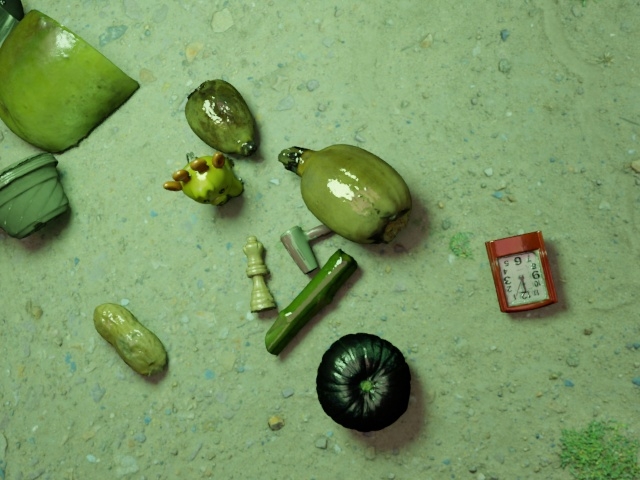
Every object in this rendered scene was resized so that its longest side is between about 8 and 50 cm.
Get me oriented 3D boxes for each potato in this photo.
[{"bbox_3d":[-0.670,-0.373,1.331,0.330,0.213,0.280,33,90,14],"label":"potato"}]

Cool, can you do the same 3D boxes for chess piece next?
[{"bbox_3d":[-0.142,0.074,1.259,0.060,0.060,0.172,-13,79,9],"label":"chess piece"}]

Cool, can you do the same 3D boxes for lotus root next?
[{"bbox_3d":[0.046,-0.116,1.186,0.310,0.183,0.182,36,91,19],"label":"lotus root"},{"bbox_3d":[-0.221,-0.270,1.277,0.138,0.138,0.214,-36,79,5],"label":"lotus root"}]

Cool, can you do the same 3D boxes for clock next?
[{"bbox_3d":[0.409,0.067,1.151,0.113,0.061,0.155,-12,85,9],"label":"clock"}]

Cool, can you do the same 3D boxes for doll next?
[{"bbox_3d":[-0.245,-0.140,1.220,0.143,0.221,0.135,-27,83,10],"label":"doll"}]

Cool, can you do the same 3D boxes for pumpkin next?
[{"bbox_3d":[0.087,0.289,1.147,0.202,0.140,0.201,0,84,-4],"label":"pumpkin"}]

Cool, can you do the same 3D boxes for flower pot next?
[{"bbox_3d":[-0.690,-0.092,1.316,0.235,0.235,0.140,-31,101,6],"label":"flower pot"}]

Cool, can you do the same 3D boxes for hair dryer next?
[{"bbox_3d":[-0.001,-0.007,1.245,0.154,0.054,0.106,-34,83,1],"label":"hair dryer"}]

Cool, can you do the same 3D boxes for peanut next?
[{"bbox_3d":[-0.436,0.220,1.284,0.214,0.099,0.099,42,93,18],"label":"peanut"}]

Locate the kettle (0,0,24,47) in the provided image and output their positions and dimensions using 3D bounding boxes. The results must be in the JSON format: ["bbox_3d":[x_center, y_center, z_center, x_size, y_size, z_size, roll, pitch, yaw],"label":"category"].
[{"bbox_3d":[-0.859,-0.528,1.367,0.271,0.251,0.207,-40,61,2],"label":"kettle"}]

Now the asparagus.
[{"bbox_3d":[-0.026,0.135,1.227,0.067,0.060,0.277,43,93,-7],"label":"asparagus"}]
